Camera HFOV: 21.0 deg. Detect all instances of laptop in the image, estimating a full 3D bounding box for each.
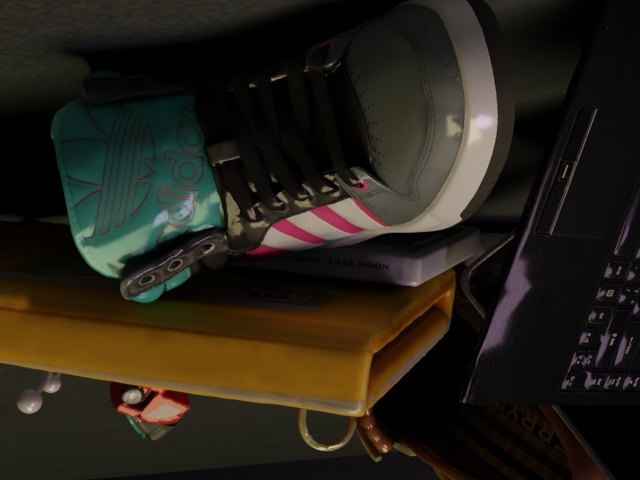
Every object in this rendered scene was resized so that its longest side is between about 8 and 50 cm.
[{"bbox_3d":[0.241,0.014,0.882,0.264,0.234,0.136,4,-156,-33],"label":"laptop"}]

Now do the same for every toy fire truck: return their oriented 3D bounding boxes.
[{"bbox_3d":[-0.076,0.091,1.467,0.135,0.047,0.192,25,119,-29],"label":"toy fire truck"}]

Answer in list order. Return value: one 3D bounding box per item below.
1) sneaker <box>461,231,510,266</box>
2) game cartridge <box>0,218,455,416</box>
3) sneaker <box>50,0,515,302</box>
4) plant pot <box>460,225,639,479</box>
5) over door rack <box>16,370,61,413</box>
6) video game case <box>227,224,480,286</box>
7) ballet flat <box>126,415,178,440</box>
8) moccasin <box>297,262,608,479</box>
[{"bbox_3d":[0.118,0.053,1.424,0.121,0.099,0.262,-5,170,-18],"label":"sneaker"},{"bbox_3d":[-0.098,0.033,1.043,0.324,0.052,0.285,9,-172,12],"label":"game cartridge"},{"bbox_3d":[-0.039,-0.046,0.859,0.178,0.123,0.295,-10,172,-23],"label":"sneaker"},{"bbox_3d":[0.234,0.029,1.066,0.188,0.187,0.167,-41,170,26],"label":"plant pot"},{"bbox_3d":[-0.353,0.111,1.486,0.239,0.108,0.324,-17,163,42],"label":"over door rack"},{"bbox_3d":[0.000,0.000,1.099,0.173,0.022,0.190,5,-173,15],"label":"video game case"},{"bbox_3d":[-0.202,0.194,2.066,0.068,0.072,0.213,-31,171,-8],"label":"ballet flat"},{"bbox_3d":[0.072,0.096,1.211,0.147,0.139,0.380,7,-158,-43],"label":"moccasin"}]
